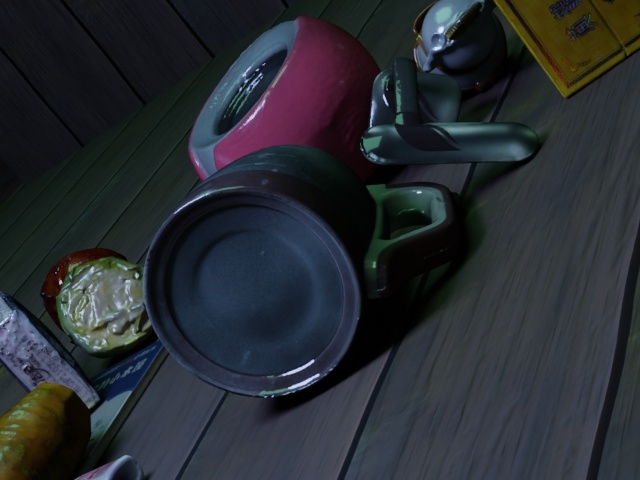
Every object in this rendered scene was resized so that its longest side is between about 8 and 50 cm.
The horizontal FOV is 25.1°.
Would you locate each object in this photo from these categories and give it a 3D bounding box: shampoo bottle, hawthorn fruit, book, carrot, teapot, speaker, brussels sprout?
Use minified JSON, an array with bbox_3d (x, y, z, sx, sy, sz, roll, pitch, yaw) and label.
[{"bbox_3d":[-0.249,0.282,1.598,0.099,0.043,0.072,-27,19,37],"label":"shampoo bottle"},{"bbox_3d":[-0.346,0.077,2.237,0.148,0.148,0.172,-29,3,33],"label":"hawthorn fruit"},{"bbox_3d":[-0.330,0.260,1.898,0.228,0.018,0.322,-29,18,31],"label":"book"},{"bbox_3d":[-0.364,0.295,1.662,0.114,0.114,0.302,-26,27,39],"label":"carrot"},{"bbox_3d":[0.000,0.000,1.570,0.315,0.233,0.312,-4,20,14],"label":"teapot"},{"bbox_3d":[-0.039,-0.162,1.960,0.294,0.294,0.294,-36,16,12],"label":"speaker"},{"bbox_3d":[-0.302,0.102,2.091,0.122,0.152,0.149,71,-140,-76],"label":"brussels sprout"}]

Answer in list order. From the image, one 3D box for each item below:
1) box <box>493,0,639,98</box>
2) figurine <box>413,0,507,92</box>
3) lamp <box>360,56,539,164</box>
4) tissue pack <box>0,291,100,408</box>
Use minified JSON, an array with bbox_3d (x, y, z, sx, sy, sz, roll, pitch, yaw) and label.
[{"bbox_3d":[0.354,-0.335,1.690,0.301,0.193,0.084,-35,15,14],"label":"box"},{"bbox_3d":[0.194,-0.266,1.958,0.143,0.143,0.271,-40,7,-3],"label":"figurine"},{"bbox_3d":[0.156,-0.152,1.744,0.283,0.203,0.124,-72,-10,-83],"label":"lamp"},{"bbox_3d":[-0.393,0.157,1.974,0.073,0.173,0.235,-43,14,-9],"label":"tissue pack"}]
